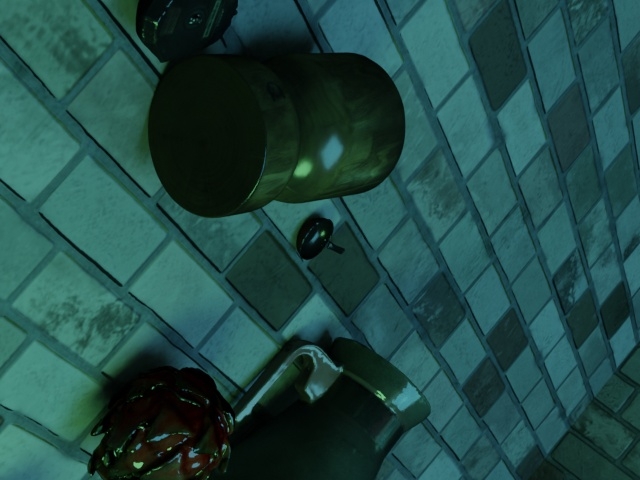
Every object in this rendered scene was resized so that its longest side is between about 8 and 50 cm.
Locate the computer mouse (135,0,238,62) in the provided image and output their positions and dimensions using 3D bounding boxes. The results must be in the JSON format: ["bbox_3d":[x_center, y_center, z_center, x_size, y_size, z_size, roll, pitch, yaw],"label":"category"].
[{"bbox_3d":[-0.145,-0.242,1.336,0.172,0.057,0.099,-21,138,-62],"label":"computer mouse"}]

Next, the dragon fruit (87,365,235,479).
[{"bbox_3d":[-0.201,0.253,1.667,0.182,0.182,0.189,79,21,-54],"label":"dragon fruit"}]

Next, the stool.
[{"bbox_3d":[-0.045,-0.128,1.479,0.264,0.179,0.179,-12,131,-52],"label":"stool"}]

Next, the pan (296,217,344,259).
[{"bbox_3d":[0.000,0.000,1.845,0.068,0.023,0.115,-56,149,4],"label":"pan"}]

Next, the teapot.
[{"bbox_3d":[-0.018,0.328,1.998,0.344,0.253,0.300,-51,121,-19],"label":"teapot"}]
